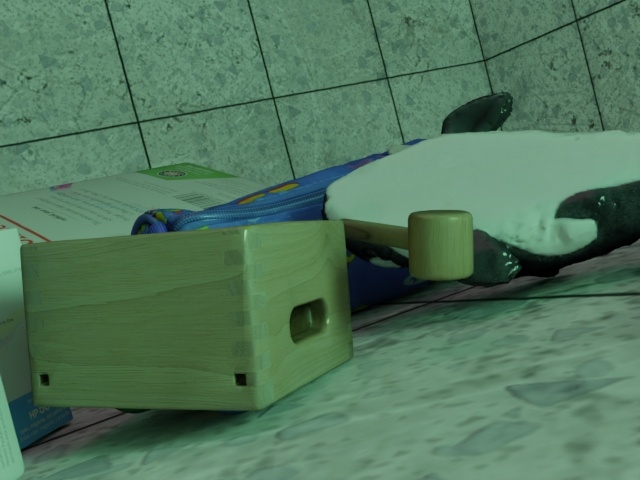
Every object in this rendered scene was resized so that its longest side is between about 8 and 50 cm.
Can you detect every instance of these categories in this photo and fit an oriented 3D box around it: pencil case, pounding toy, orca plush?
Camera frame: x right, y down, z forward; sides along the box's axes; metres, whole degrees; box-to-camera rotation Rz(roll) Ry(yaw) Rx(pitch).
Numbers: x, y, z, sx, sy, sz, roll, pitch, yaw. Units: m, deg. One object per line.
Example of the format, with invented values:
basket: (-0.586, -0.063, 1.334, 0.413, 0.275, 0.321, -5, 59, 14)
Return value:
pencil case: (0.000, 0.000, 0.642, 0.306, 0.133, 0.119, -17, 41, -28)
pounding toy: (-0.017, 0.037, 0.439, 0.205, 0.094, 0.181, -4, 1, 22)
orca plush: (0.152, -0.025, 0.542, 0.287, 0.151, 0.102, -22, -42, 6)

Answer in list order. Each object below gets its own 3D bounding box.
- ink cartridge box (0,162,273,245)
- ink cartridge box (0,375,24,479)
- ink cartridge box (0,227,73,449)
ink cartridge box: (-0.208, 0.027, 0.719, 0.353, 0.119, 0.207, -16, 24, -40)
ink cartridge box: (-0.219, 0.068, 0.279, 0.077, 0.134, 0.231, -13, 2, 17)
ink cartridge box: (-0.222, 0.057, 0.464, 0.092, 0.143, 0.090, -14, 3, 18)
